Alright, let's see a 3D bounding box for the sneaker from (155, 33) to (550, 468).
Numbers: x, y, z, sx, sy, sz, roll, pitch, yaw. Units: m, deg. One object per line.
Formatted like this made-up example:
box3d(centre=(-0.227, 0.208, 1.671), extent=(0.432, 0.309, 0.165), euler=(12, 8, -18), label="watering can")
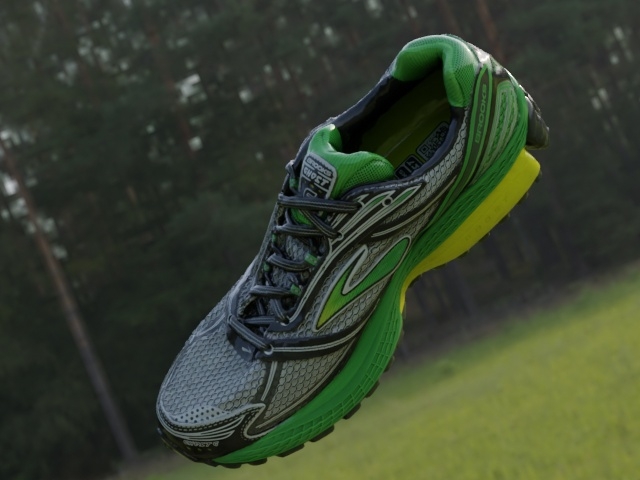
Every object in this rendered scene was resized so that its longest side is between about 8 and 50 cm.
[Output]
box3d(centre=(0.000, 0.000, 1.043), extent=(0.343, 0.134, 0.146), euler=(-52, -38, -3), label="sneaker")
